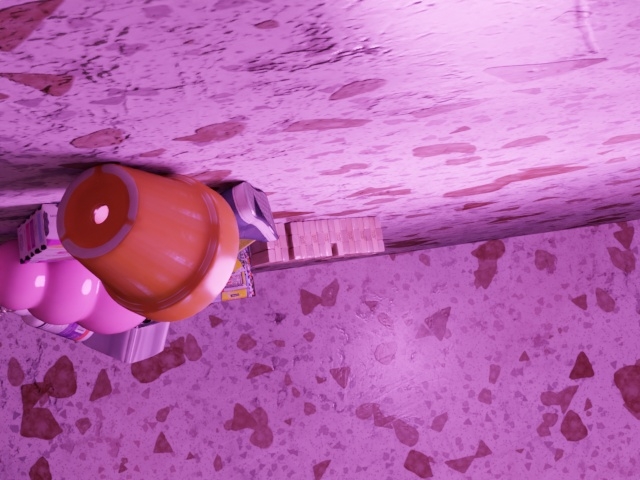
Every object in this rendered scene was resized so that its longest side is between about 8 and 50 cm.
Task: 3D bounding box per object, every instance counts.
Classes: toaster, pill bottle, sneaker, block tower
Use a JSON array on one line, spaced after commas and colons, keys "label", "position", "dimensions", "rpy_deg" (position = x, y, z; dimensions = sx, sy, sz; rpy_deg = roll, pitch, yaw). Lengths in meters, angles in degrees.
[{"label": "toaster", "position": [-0.458, 0.206, 2.175], "dimensions": [0.186, 0.110, 0.168], "rpy_deg": [19, -165, 20]}, {"label": "pill bottle", "position": [-0.595, 0.149, 2.010], "dimensions": [0.108, 0.108, 0.193], "rpy_deg": [-11, 153, 34]}, {"label": "sneaker", "position": [-0.167, -0.028, 1.526], "dimensions": [0.163, 0.086, 0.226], "rpy_deg": [-20, 163, 8]}, {"label": "block tower", "position": [0.000, 0.000, 2.166], "dimensions": [0.335, 0.091, 0.097], "rpy_deg": [-5, 175, -33]}]

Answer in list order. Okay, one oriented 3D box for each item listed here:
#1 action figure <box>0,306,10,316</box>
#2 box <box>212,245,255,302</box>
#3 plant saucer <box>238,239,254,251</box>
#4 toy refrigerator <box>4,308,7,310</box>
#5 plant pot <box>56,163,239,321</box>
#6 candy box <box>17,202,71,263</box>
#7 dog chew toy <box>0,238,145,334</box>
[{"label": "action figure", "position": [-0.610, 0.078, 1.831], "dimensions": [0.164, 0.141, 0.276], "rpy_deg": [-20, 169, 22]}, {"label": "box", "position": [-0.276, 0.071, 2.137], "dimensions": [0.233, 0.159, 0.044], "rpy_deg": [-9, 175, 17]}, {"label": "plant saucer", "position": [-0.244, 0.016, 1.954], "dimensions": [0.188, 0.045, 0.188], "rpy_deg": [-34, 166, 16]}, {"label": "toy refrigerator", "position": [-0.845, 0.135, 2.297], "dimensions": [0.269, 0.102, 0.094], "rpy_deg": [-3, 173, -41]}, {"label": "plant pot", "position": [-0.243, -0.011, 1.211], "dimensions": [0.205, 0.205, 0.188], "rpy_deg": [-10, 158, 23]}, {"label": "candy box", "position": [-0.406, -0.012, 1.516], "dimensions": [0.159, 0.071, 0.233], "rpy_deg": [-5, 173, -28]}, {"label": "dog chew toy", "position": [-0.470, 0.070, 1.705], "dimensions": [0.332, 0.206, 0.206], "rpy_deg": [8, 165, -42]}]
